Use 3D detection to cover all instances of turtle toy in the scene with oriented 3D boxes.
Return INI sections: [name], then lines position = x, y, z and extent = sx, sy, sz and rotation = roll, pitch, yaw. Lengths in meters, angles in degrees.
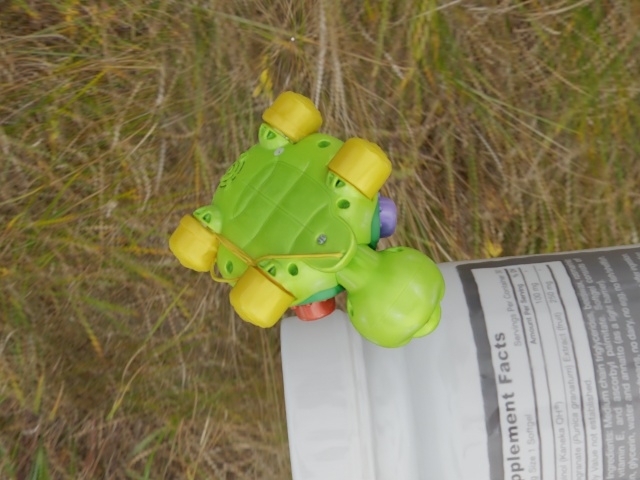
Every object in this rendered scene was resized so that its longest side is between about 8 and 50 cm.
[turtle toy]
position = 0.000, 0.000, 0.497
extent = 0.095, 0.130, 0.066
rotation = -52, 142, 0

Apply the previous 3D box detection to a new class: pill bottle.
[pill bottle]
position = 0.139, 0.094, 0.668
extent = 0.318, 0.176, 0.176
rotation = -5, 100, 0
